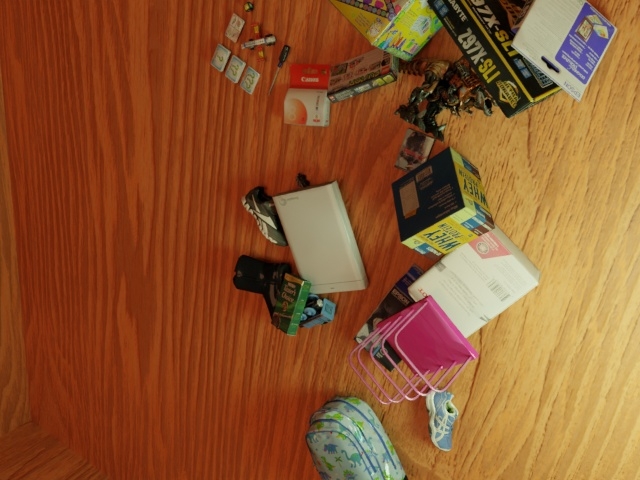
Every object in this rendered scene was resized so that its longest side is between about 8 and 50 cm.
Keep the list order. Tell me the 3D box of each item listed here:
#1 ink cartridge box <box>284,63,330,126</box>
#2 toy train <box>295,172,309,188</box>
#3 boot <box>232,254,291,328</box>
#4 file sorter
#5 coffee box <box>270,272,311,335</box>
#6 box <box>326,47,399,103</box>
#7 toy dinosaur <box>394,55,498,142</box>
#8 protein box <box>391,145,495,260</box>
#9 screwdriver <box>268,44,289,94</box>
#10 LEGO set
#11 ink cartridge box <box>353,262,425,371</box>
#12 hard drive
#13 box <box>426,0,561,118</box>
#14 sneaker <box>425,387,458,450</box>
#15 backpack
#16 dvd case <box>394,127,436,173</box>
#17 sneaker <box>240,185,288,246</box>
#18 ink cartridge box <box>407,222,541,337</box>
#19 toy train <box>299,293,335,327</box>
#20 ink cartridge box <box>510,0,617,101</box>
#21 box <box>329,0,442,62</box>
[{"bbox_3d":[-0.041,-0.440,1.601,0.146,0.045,0.179,11,113,28],"label":"ink cartridge box"},{"bbox_3d":[-0.035,-0.146,1.703,0.036,0.027,0.158,-31,88,46],"label":"toy train"},{"bbox_3d":[-0.206,0.179,1.870,0.207,0.094,0.246,8,106,28],"label":"boot"},{"bbox_3d":[0.236,0.319,1.455,0.202,0.182,0.290,51,148,4],"label":"file sorter"},{"bbox_3d":[-0.099,0.208,1.745,0.113,0.041,0.184,22,95,52],"label":"coffee box"},{"bbox_3d":[0.115,-0.462,1.463,0.207,0.036,0.114,-10,60,34],"label":"box"},{"bbox_3d":[0.312,-0.383,1.362,0.218,0.165,0.322,-61,32,15],"label":"toy dinosaur"},{"bbox_3d":[0.313,-0.093,1.379,0.200,0.136,0.201,-32,46,35],"label":"protein box"},{"bbox_3d":[-0.135,-0.527,1.642,0.024,0.025,0.169,39,121,16],"label":"screwdriver"},{"bbox_3d":[-0.246,-0.612,1.666,0.182,0.060,0.244,40,122,10],"label":"LEGO set"},{"bbox_3d":[0.250,0.243,1.630,0.165,0.065,0.332,40,121,16],"label":"ink cartridge box"},{"bbox_3d":[0.000,0.000,1.693,0.233,0.047,0.352,-9,106,34],"label":"hard drive"},{"bbox_3d":[0.416,-0.449,1.180,0.321,0.257,0.079,58,144,4],"label":"box"},{"bbox_3d":[0.382,0.559,1.638,0.081,0.080,0.211,-5,104,36],"label":"sneaker"},{"bbox_3d":[0.104,0.701,1.777,0.290,0.274,0.355,-16,84,41],"label":"backpack"},{"bbox_3d":[0.265,-0.246,1.491,0.087,0.013,0.119,28,119,21],"label":"dvd case"},{"bbox_3d":[-0.170,-0.086,1.773,0.234,0.078,0.106,52,127,9],"label":"sneaker"},{"bbox_3d":[0.412,0.110,1.435,0.207,0.117,0.283,49,117,9],"label":"ink cartridge box"},{"bbox_3d":[-0.036,0.247,1.786,0.105,0.080,0.184,34,138,-23],"label":"toy train"},{"bbox_3d":[0.515,-0.433,1.138,0.206,0.208,0.045,33,168,-14],"label":"ink cartridge box"},{"bbox_3d":[0.207,-0.596,1.226,0.279,0.290,0.177,-45,78,25],"label":"box"}]
